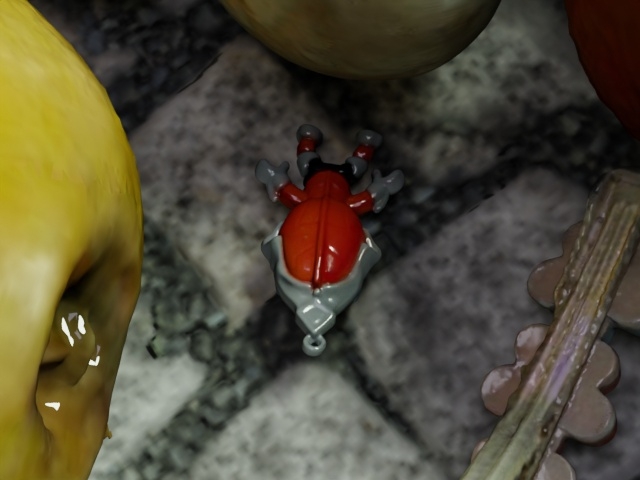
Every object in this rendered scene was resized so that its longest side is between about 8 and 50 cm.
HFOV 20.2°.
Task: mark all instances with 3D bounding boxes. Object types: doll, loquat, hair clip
[{"bbox_3d":[0.000,0.001,0.751,0.057,0.039,0.114,21,55,-19],"label":"doll"},{"bbox_3d":[-0.203,0.005,0.653,0.275,0.275,0.275,-2,69,6],"label":"loquat"},{"bbox_3d":[0.089,0.069,0.711,0.062,0.056,0.214,17,63,30],"label":"hair clip"}]

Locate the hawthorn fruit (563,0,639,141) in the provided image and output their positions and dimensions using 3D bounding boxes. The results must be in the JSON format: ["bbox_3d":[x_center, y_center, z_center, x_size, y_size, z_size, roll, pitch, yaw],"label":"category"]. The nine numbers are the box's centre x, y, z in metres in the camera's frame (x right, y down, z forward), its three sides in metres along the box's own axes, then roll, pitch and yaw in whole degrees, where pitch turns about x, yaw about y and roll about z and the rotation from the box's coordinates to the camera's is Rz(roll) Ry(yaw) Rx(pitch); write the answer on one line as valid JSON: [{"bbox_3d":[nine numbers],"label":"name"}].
[{"bbox_3d":[0.227,-0.129,0.611,0.295,0.295,0.311,11,70,11],"label":"hawthorn fruit"}]

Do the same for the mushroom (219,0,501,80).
[{"bbox_3d":[0.047,-0.186,0.714,0.243,0.243,0.243,-2,69,6],"label":"mushroom"}]
